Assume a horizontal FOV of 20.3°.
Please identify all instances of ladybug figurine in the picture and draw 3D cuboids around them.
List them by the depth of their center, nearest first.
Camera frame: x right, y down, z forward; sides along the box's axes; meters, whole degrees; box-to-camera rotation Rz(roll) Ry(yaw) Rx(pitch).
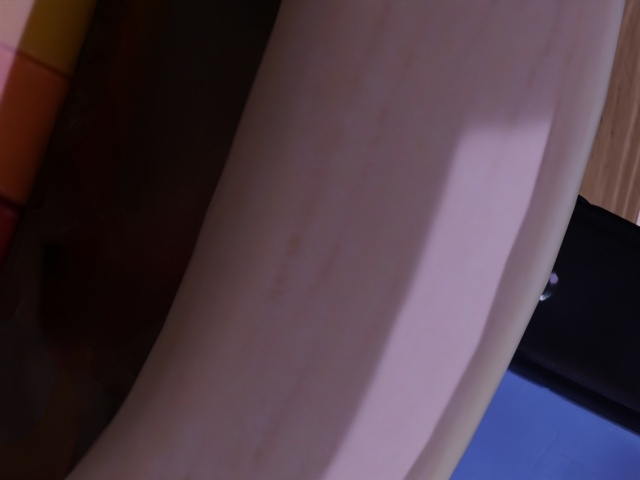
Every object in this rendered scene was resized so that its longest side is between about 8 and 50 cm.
[{"bbox_3d":[-0.084,-0.050,0.421,0.162,0.305,0.449,60,51,-75],"label":"ladybug figurine"}]

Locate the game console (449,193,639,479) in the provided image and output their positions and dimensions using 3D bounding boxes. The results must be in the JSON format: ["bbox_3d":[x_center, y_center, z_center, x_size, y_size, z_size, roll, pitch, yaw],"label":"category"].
[{"bbox_3d":[-0.014,0.112,0.611,0.293,0.250,0.173,-65,174,19],"label":"game console"}]
